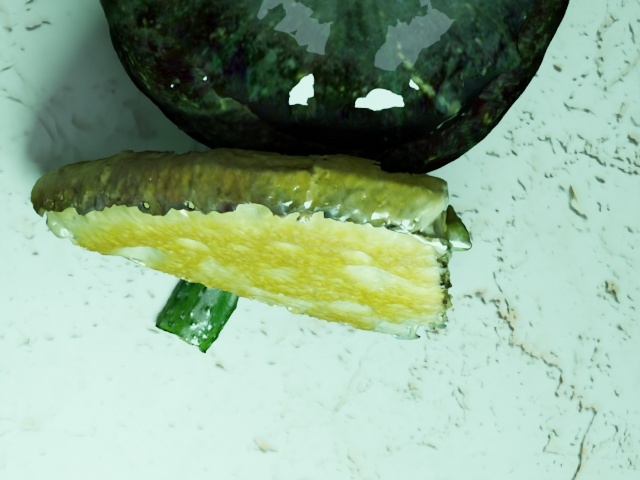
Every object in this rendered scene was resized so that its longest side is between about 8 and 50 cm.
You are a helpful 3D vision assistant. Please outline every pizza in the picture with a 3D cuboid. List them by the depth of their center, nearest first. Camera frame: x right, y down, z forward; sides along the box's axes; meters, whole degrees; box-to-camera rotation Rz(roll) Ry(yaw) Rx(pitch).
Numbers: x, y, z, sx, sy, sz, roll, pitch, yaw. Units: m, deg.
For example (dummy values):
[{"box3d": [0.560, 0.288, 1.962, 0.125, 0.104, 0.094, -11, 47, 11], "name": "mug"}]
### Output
[{"box3d": [-0.018, -0.010, 1.717, 0.435, 0.392, 0.080, 16, 74, -21], "name": "pizza"}]

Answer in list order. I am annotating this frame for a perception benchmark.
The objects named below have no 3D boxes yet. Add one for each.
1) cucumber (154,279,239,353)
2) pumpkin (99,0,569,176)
[{"box3d": [-0.113, 0.059, 1.899, 0.067, 0.035, 0.107, 32, 84, -19], "name": "cucumber"}, {"box3d": [0.017, -0.266, 1.727, 0.454, 0.344, 0.454, 0, 91, -3], "name": "pumpkin"}]
